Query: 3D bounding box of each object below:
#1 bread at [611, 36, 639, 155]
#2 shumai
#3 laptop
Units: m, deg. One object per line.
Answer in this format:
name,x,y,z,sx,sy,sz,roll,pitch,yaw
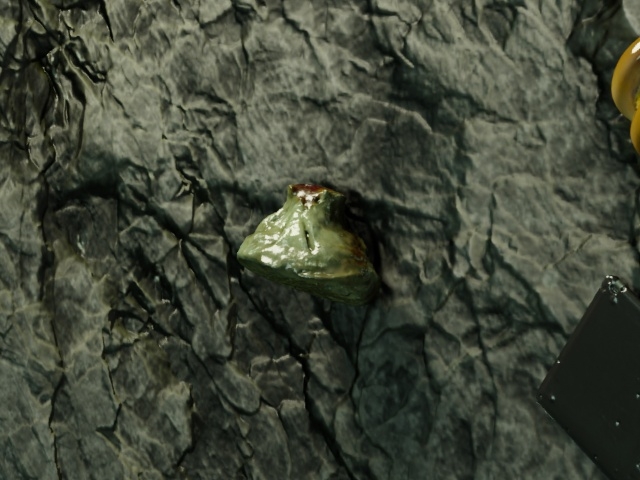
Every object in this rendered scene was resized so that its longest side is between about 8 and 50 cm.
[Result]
bread,0.264,-0.078,1.285,0.119,0.084,0.177,-50,56,37
shumai,0.000,0.000,1.575,0.124,0.099,0.087,18,82,12
laptop,0.239,0.127,1.384,0.180,0.016,0.129,48,126,33
